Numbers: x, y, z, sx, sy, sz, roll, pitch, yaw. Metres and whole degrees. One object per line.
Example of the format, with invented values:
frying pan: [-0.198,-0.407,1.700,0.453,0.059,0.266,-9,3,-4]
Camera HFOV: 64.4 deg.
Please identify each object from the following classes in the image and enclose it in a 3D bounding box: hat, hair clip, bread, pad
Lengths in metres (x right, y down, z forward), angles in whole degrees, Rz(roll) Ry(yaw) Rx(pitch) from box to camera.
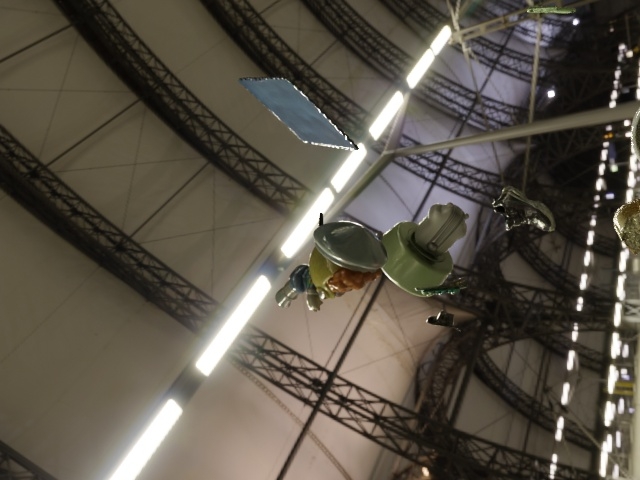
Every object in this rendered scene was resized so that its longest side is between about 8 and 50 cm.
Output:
hat: [0.396,0.250,1.606,0.121,0.121,0.050,12,-85,-51]
hair clip: [0.398,0.158,1.651,0.049,0.173,0.049,171,90,-88]
bread: [0.908,-0.007,1.323,0.314,0.171,0.192,41,-152,-5]
pad: [-0.057,-0.315,1.263,0.269,0.270,0.012,38,-98,-37]

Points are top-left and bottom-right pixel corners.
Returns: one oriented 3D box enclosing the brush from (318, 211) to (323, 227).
brush: [0.000,0.000,1.495,0.063,0.016,0.193,-41,-38,-50]

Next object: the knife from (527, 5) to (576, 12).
knife: [0.650,-0.645,1.418,0.207,0.030,0.014,-14,-90,-27]

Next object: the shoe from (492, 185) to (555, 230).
shoe: [0.495,-0.061,1.268,0.099,0.169,0.071,-37,-39,-9]

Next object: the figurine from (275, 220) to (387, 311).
figurine: [-0.003,0.085,1.422,0.205,0.382,0.224,53,-154,-5]

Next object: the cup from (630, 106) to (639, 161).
cup: [0.613,-0.210,0.706,0.258,0.219,0.289,-38,-43,-15]

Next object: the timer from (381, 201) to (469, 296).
timer: [0.395,-0.004,1.816,0.291,0.315,0.290,26,-147,-18]
